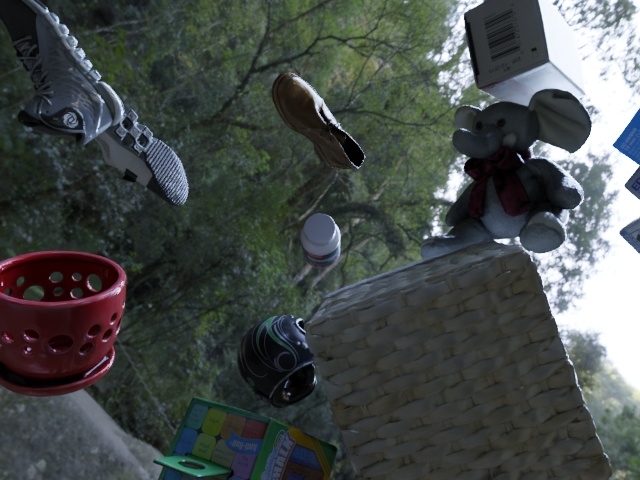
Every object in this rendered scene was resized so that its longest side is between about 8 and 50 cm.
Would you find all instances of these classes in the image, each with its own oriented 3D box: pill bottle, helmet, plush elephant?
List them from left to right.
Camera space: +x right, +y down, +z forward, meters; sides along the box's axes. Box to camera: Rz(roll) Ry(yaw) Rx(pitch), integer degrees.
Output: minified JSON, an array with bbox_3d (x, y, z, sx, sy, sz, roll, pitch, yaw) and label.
[{"bbox_3d":[-0.085,0.233,0.971,0.161,0.169,0.169,46,-25,37],"label":"helmet"},{"bbox_3d":[0.000,0.000,1.301,0.108,0.108,0.180,37,-15,15],"label":"pill bottle"},{"bbox_3d":[0.336,-0.137,0.881,0.272,0.330,0.255,-10,-73,58],"label":"plush elephant"}]

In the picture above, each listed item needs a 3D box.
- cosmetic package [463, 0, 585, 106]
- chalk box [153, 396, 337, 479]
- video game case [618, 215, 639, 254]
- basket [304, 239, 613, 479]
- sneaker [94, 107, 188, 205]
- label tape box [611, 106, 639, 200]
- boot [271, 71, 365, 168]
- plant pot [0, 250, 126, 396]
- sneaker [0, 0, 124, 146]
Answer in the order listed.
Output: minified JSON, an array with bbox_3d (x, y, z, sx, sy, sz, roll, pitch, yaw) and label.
[{"bbox_3d":[0.403,-0.355,0.932,0.129,0.296,0.153,-14,-98,39],"label":"cosmetic package"},{"bbox_3d":[-0.097,0.272,0.567,0.132,0.132,0.213,3,-30,33],"label":"chalk box"},{"bbox_3d":[0.492,0.077,0.500,0.329,0.036,0.300,53,6,17],"label":"video game case"},{"bbox_3d":[0.186,0.197,0.716,0.266,0.331,0.328,0,71,-82],"label":"basket"},{"bbox_3d":[-0.497,-0.221,1.309,0.146,0.122,0.330,-11,-51,31],"label":"sneaker"},{"bbox_3d":[0.585,-0.136,0.688,0.249,0.115,0.347,106,-34,-42],"label":"label tape box"},{"bbox_3d":[0.007,-0.277,1.144,0.115,0.112,0.305,26,-12,47],"label":"boot"},{"bbox_3d":[-0.401,0.128,0.738,0.191,0.191,0.174,22,-67,35],"label":"plant pot"},{"bbox_3d":[-0.402,-0.234,0.691,0.086,0.132,0.228,-4,-46,43],"label":"sneaker"}]
